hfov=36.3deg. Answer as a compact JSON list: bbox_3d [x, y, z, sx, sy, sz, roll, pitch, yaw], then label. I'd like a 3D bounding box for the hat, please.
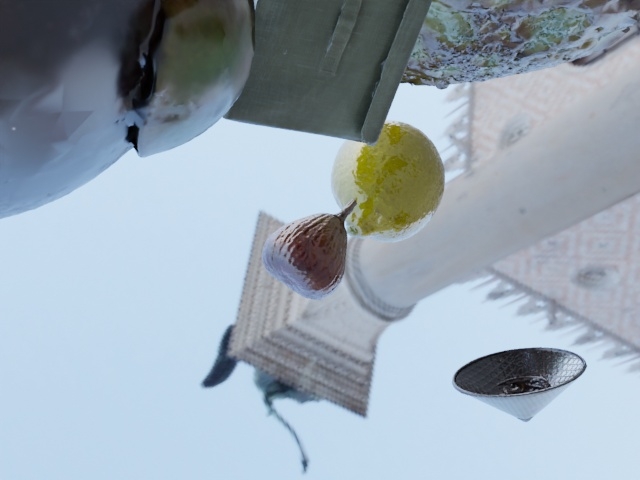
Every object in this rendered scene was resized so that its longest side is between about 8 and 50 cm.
[{"bbox_3d":[0.290,0.223,1.408,0.193,0.193,0.082,-22,-74,-44],"label":"hat"}]

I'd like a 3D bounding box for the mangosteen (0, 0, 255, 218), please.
[{"bbox_3d":[-0.155,-0.146,0.421,0.300,0.300,0.300,19,-124,-31],"label":"mangosteen"}]

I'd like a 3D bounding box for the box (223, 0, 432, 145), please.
[{"bbox_3d":[0.002,-0.223,0.853,0.149,0.231,0.155,7,-146,-21],"label":"box"}]

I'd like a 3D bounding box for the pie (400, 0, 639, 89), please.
[{"bbox_3d":[0.218,-0.283,1.225,0.288,0.355,0.102,52,-147,-71],"label":"pie"}]

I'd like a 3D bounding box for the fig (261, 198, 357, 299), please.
[{"bbox_3d":[-0.003,0.010,1.348,0.119,0.153,0.119,41,-167,-12],"label":"fig"}]

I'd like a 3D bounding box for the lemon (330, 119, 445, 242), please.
[{"bbox_3d":[0.106,-0.093,1.543,0.187,0.187,0.244,43,-135,-13],"label":"lemon"}]
